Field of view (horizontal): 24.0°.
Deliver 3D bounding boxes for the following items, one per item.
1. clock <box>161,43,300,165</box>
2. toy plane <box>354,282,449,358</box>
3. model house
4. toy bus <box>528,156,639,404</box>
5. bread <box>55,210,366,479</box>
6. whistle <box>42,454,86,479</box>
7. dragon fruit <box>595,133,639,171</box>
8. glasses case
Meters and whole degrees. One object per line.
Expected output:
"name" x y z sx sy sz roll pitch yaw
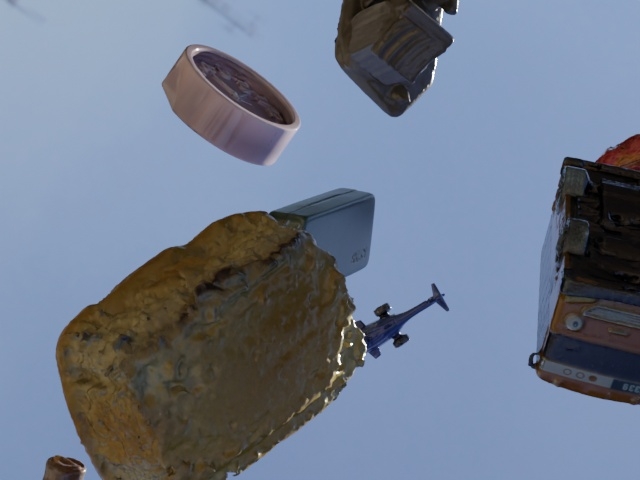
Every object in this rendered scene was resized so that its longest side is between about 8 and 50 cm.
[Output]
"clock" -0.126 -0.193 2.131 0.068 0.197 0.197 -53 -157 19
"toy plane" 0.086 0.096 1.741 0.167 0.054 0.062 -34 175 37
"model house" 0.100 -0.257 1.516 0.188 0.122 0.229 146 -42 -66
"toy bus" 0.206 0.028 1.075 0.201 0.098 0.114 -72 174 -62
"bread" -0.075 0.087 1.135 0.121 0.174 0.245 7 -147 43
"whistle" -0.263 0.308 1.418 0.107 0.057 0.220 26 -74 40
"dragon fruit" 0.410 -0.055 1.806 0.261 0.163 0.189 -11 -174 19
"glasses case" 0.000 0.000 1.405 0.184 0.039 0.078 -23 120 -66
